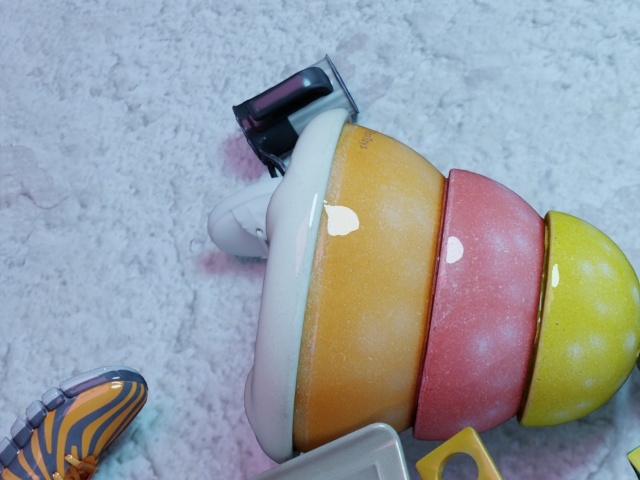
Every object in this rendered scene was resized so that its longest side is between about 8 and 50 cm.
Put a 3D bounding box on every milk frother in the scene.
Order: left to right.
[{"bbox_3d":[-0.017,-0.130,1.783,0.135,0.129,0.143,-29,94,6],"label":"milk frother"}]

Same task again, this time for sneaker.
[{"bbox_3d":[-0.288,0.290,1.620,0.321,0.124,0.180,-43,54,8],"label":"sneaker"},{"bbox_3d":[0.000,0.000,1.668,0.290,0.106,0.123,-6,54,21],"label":"sneaker"}]

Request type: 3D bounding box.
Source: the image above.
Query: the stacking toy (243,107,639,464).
[{"bbox_3d":[0.185,0.075,1.428,0.480,0.350,0.350,9,61,6],"label":"stacking toy"}]

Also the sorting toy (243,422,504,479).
[{"bbox_3d":[0.018,0.284,1.329,0.348,0.047,0.196,-26,60,20],"label":"sorting toy"}]

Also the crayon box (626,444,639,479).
[{"bbox_3d":[0.419,0.258,1.314,0.165,0.081,0.278,-34,51,1],"label":"crayon box"}]
